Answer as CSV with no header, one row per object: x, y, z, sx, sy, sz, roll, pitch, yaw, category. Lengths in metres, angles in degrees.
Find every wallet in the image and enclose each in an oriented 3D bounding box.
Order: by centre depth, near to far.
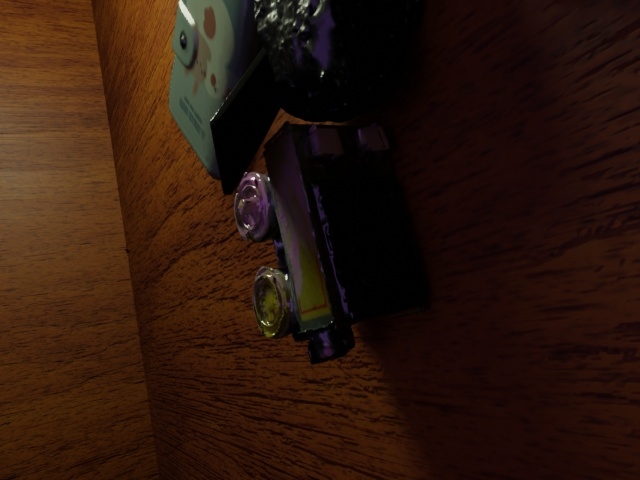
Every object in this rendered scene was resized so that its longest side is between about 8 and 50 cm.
-0.182,-0.310,0.855,0.252,0.083,0.360,55,139,31,wallet

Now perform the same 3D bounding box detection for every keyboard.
-0.075,-0.132,0.515,0.041,0.381,0.103,17,141,14,keyboard

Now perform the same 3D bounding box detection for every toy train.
0.000,0.000,0.550,0.177,0.134,0.260,-29,71,57,toy train

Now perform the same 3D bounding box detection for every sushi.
0.014,-0.232,0.484,0.127,0.124,0.224,-4,90,54,sushi
